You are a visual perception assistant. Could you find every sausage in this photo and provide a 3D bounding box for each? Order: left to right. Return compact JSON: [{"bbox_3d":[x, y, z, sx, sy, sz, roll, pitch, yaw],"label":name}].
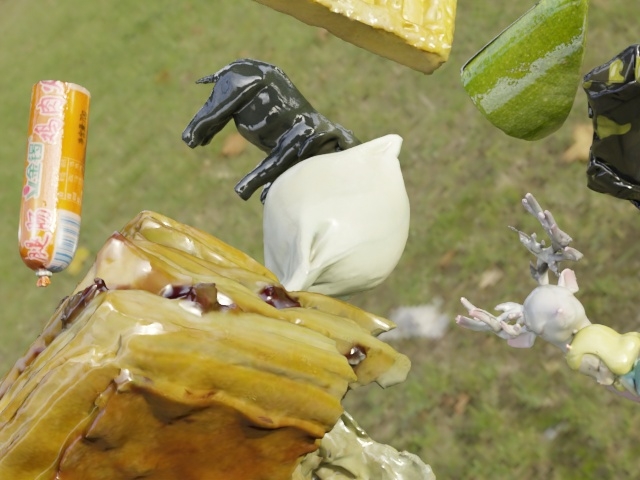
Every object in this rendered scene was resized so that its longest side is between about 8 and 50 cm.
[{"bbox_3d":[-0.303,-0.061,1.650,0.071,0.071,0.234,-20,63,51],"label":"sausage"}]

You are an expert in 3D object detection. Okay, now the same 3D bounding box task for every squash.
[{"bbox_3d":[0.322,-0.228,1.889,0.252,0.169,0.093,-38,44,45],"label":"squash"}]

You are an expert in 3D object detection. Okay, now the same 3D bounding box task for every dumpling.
[{"bbox_3d":[0.000,0.000,1.229,0.151,0.124,0.229,-46,-1,41],"label":"dumpling"}]

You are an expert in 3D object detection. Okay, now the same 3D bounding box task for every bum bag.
[{"bbox_3d":[0.333,-0.117,1.546,0.106,0.233,0.060,-3,45,11],"label":"bum bag"}]

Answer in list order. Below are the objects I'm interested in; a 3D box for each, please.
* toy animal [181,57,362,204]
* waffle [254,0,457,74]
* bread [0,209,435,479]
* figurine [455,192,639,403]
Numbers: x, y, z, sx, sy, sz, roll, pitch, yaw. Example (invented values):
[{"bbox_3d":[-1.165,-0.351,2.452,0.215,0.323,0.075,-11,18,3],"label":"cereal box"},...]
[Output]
[{"bbox_3d":[-0.049,-0.111,1.730,0.146,0.245,0.114,-45,13,13],"label":"toy animal"},{"bbox_3d":[0.025,-0.295,1.404,0.055,0.247,0.221,-40,34,54],"label":"waffle"},{"bbox_3d":[-0.080,0.136,1.035,0.314,0.370,0.192,-49,41,27],"label":"bread"},{"bbox_3d":[0.369,0.096,2.067,0.315,0.284,0.206,19,77,22],"label":"figurine"}]
